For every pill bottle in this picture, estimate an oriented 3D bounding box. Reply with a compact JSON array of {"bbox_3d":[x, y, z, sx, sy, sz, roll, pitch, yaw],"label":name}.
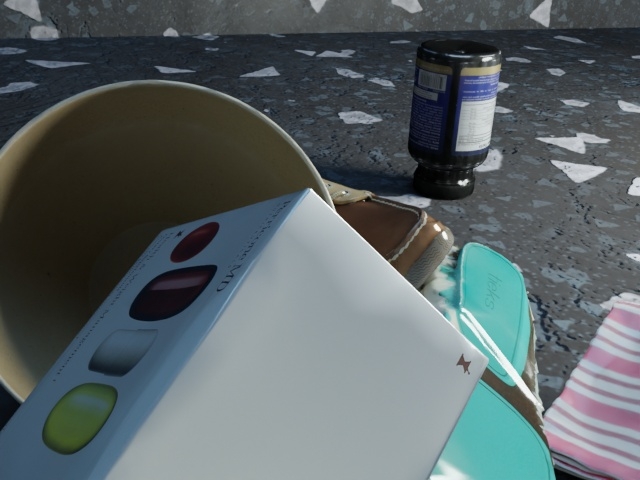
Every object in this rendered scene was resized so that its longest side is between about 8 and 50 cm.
[{"bbox_3d":[0.194,-0.178,1.179,0.123,0.219,0.123,3,25,-1],"label":"pill bottle"}]

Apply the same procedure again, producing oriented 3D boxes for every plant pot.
[{"bbox_3d":[-0.137,0.030,0.686,0.284,0.284,0.191,-2,-10,-11],"label":"plant pot"}]

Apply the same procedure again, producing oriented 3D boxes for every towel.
[{"bbox_3d":[0.273,0.122,0.650,0.144,0.029,0.197,9,44,44],"label":"towel"}]

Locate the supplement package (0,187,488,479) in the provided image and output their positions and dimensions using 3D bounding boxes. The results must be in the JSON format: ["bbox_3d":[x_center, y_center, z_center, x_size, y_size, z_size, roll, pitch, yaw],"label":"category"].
[{"bbox_3d":[-0.057,0.100,0.453,0.203,0.149,0.194,-11,41,57],"label":"supplement package"}]

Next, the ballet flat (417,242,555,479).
[{"bbox_3d":[0.097,0.137,0.604,0.147,0.147,0.409,9,24,12],"label":"ballet flat"}]

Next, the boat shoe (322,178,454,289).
[{"bbox_3d":[0.000,0.000,0.764,0.123,0.116,0.324,-50,19,-20],"label":"boat shoe"}]
